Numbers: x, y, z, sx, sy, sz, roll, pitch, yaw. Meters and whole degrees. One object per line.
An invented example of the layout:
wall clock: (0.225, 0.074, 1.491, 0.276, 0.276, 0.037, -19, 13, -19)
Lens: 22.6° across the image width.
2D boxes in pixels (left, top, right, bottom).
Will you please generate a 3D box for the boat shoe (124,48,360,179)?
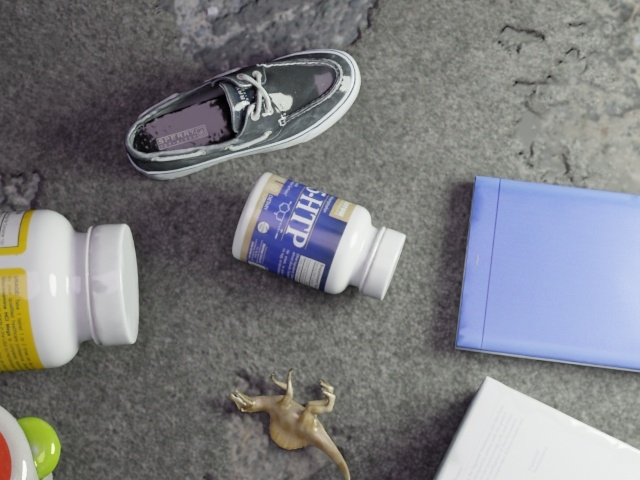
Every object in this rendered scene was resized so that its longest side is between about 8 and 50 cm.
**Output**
boat shoe: (-0.094, -0.161, 1.932, 0.301, 0.102, 0.108, -18, 80, -1)

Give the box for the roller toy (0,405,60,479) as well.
roller toy: (-0.412, 0.282, 1.840, 0.209, 0.146, 0.191, 16, 72, 10)

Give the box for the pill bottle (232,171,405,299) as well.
pill bottle: (0.000, 0.000, 1.896, 0.187, 0.112, 0.112, 20, 81, 5)

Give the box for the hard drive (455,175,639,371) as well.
hard drive: (0.332, 0.045, 1.914, 0.319, 0.040, 0.210, 7, 80, 3)

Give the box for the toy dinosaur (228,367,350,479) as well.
toy dinosaur: (-0.016, 0.212, 1.898, 0.183, 0.053, 0.092, 32, 98, 14)

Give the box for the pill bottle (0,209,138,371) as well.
pill bottle: (-0.386, 0.061, 1.858, 0.334, 0.188, 0.187, -3, 80, 1)

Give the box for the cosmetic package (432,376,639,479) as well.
cosmetic package: (0.236, 0.306, 1.821, 0.225, 0.138, 0.224, 26, 82, 5)
